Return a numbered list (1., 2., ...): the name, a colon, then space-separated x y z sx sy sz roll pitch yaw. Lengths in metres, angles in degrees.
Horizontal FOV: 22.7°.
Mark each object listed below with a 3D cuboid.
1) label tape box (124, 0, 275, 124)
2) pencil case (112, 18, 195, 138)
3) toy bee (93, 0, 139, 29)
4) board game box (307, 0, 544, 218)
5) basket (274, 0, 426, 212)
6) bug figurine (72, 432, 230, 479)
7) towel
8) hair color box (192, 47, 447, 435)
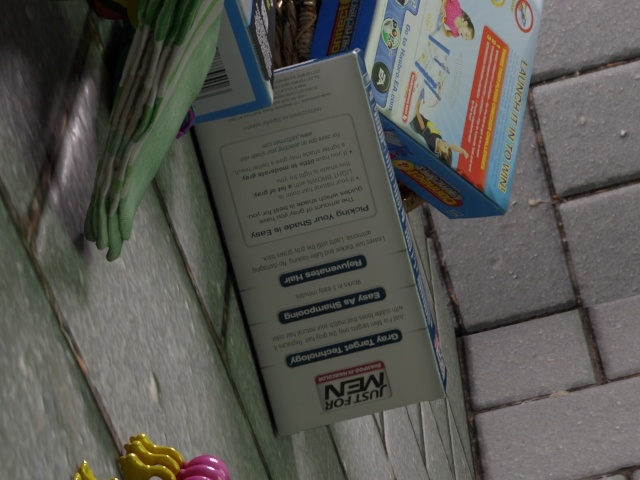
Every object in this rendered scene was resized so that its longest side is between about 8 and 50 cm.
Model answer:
1. label tape box: -0.122 -0.292 1.481 0.334 0.106 0.241 -91 166 -56
2. pencil case: -0.132 -0.138 1.289 0.152 0.064 0.070 -93 164 -55
3. toy bee: -0.131 -0.246 1.148 0.298 0.162 0.195 -32 109 -82
4. board game box: 0.127 -0.225 1.852 0.302 0.086 0.308 34 60 -43
5. basket: 0.026 -0.165 1.862 0.213 0.223 0.299 -69 145 -76
6. bug figurine: -0.074 0.242 1.012 0.216 0.072 0.279 -83 157 -69
7. towel: -0.076 -0.167 1.044 0.325 0.038 0.248 113 -1 -47
8. hair color box: 0.000 0.000 1.571 0.105 0.173 0.347 -61 136 -80
